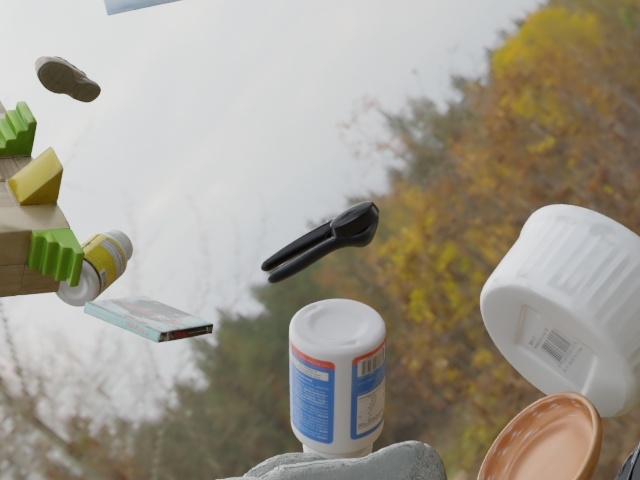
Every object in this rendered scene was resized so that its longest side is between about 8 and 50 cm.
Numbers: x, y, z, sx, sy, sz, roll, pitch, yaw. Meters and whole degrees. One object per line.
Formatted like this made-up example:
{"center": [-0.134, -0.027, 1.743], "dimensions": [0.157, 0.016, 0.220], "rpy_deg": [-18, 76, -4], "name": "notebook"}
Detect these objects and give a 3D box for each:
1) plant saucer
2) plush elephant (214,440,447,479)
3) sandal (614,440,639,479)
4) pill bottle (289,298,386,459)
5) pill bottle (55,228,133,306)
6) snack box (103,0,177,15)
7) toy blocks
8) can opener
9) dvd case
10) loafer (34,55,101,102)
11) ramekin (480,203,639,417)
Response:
{"center": [0.276, 0.280, 1.897], "dimensions": [0.200, 0.037, 0.200], "rpy_deg": [-41, 24, 23], "name": "plant saucer"}
{"center": [-0.057, 0.342, 1.377], "dimensions": [0.255, 0.330, 0.272], "rpy_deg": [83, -168, -52], "name": "plush elephant"}
{"center": [0.394, 0.233, 1.720], "dimensions": [0.254, 0.054, 0.097], "rpy_deg": [-59, 39, 5], "name": "sandal"}
{"center": [0.021, 0.197, 1.966], "dimensions": [0.124, 0.124, 0.221], "rpy_deg": [-46, -35, -49], "name": "pill bottle"}
{"center": [-0.274, 0.029, 1.852], "dimensions": [0.065, 0.065, 0.116], "rpy_deg": [-55, -4, 30], "name": "pill bottle"}
{"center": [-0.154, -0.352, 1.960], "dimensions": [0.174, 0.070, 0.207], "rpy_deg": [-3, 18, 40], "name": "snack box"}
{"center": [-0.468, -0.053, 1.785], "dimensions": [0.261, 0.381, 0.190], "rpy_deg": [-5, -51, -30], "name": "toy blocks"}
{"center": [0.000, 0.000, 2.141], "dimensions": [0.186, 0.059, 0.073], "rpy_deg": [-28, -48, 4], "name": "can opener"}
{"center": [-0.168, 0.077, 1.509], "dimensions": [0.119, 0.087, 0.013], "rpy_deg": [-5, -66, -68], "name": "dvd case"}
{"center": [-0.343, -0.219, 2.035], "dimensions": [0.045, 0.039, 0.125], "rpy_deg": [-43, -30, 11], "name": "loafer"}
{"center": [0.340, 0.101, 1.978], "dimensions": [0.135, 0.277, 0.277], "rpy_deg": [-46, -7, -24], "name": "ramekin"}
